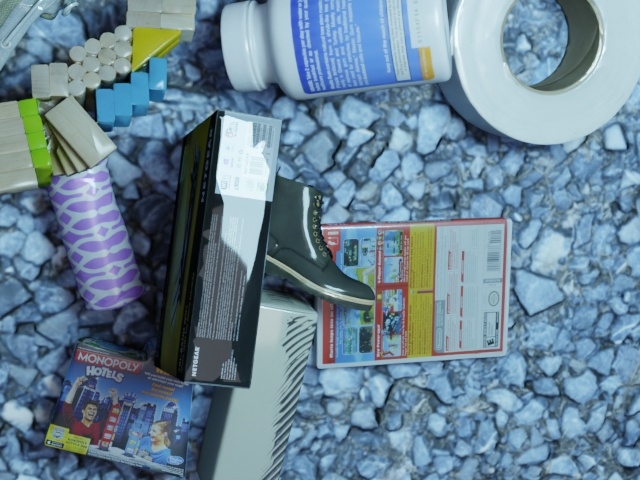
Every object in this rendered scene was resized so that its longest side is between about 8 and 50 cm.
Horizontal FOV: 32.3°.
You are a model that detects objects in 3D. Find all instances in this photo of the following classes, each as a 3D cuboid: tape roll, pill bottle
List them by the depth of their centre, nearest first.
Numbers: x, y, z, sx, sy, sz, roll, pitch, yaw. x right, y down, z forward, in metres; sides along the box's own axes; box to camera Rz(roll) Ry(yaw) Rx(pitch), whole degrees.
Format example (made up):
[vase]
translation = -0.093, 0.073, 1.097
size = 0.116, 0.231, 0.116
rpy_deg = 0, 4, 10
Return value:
[pill bottle]
translation = 0.021, -0.255, 1.369
size = 0.272, 0.152, 0.152
rpy_deg = -5, 103, 9
[tape roll]
translation = 0.291, -0.274, 1.491
size = 0.286, 0.100, 0.286
rpy_deg = -3, 102, -14

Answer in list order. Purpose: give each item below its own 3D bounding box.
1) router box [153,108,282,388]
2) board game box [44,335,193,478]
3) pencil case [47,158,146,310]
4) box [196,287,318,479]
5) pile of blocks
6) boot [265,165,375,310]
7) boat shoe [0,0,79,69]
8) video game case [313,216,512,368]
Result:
[router box]
translation = -0.128, 0.013, 1.333
size = 0.081, 0.243, 0.309
rpy_deg = 8, 85, -16
[board game box]
translation = -0.244, 0.196, 1.468
size = 0.194, 0.060, 0.194
rpy_deg = 18, 95, -17
[pencil case]
translation = -0.285, -0.012, 1.407
size = 0.086, 0.088, 0.206
rpy_deg = -5, 106, 25
[box]
translation = -0.088, 0.207, 1.485
size = 0.094, 0.113, 0.275
rpy_deg = 10, 100, -17
[pile of blocks]
translation = -0.285, -0.157, 1.338
size = 0.362, 0.112, 0.149
rpy_deg = -38, 87, -18
[boot]
translation = 0.000, 0.000, 1.464
size = 0.198, 0.077, 0.137
rpy_deg = 24, 93, -1
[boat shoe]
translation = -0.366, -0.262, 1.320
size = 0.320, 0.118, 0.103
rpy_deg = -45, 114, 2
[video game case]
translation = 0.131, 0.072, 1.558
size = 0.285, 0.025, 0.204
rpy_deg = -2, 102, -14
